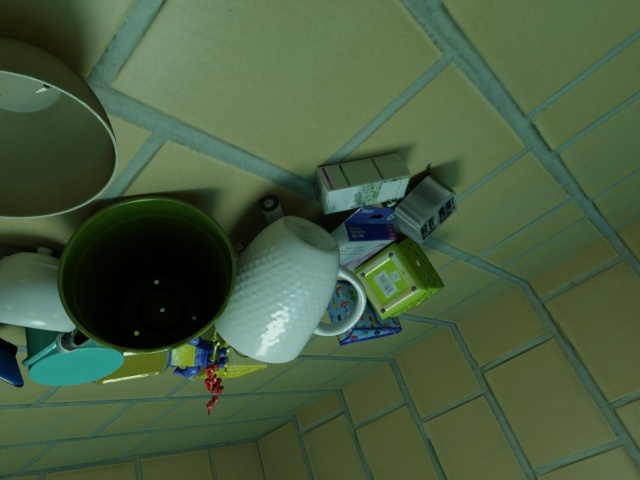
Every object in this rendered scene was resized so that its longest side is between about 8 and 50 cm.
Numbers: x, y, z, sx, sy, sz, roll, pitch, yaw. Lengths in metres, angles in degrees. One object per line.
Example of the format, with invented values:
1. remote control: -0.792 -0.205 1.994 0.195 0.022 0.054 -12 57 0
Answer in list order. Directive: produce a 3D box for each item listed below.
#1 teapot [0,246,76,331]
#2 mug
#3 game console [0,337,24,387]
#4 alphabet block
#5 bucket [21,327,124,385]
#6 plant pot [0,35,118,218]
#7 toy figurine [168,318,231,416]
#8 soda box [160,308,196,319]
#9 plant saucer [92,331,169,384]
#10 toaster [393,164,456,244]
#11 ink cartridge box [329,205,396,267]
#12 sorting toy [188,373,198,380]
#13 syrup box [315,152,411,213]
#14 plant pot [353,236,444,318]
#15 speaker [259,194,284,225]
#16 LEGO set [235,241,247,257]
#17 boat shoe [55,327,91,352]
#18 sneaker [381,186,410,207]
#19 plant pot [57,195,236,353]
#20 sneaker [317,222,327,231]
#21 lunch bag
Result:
1. teapot: -0.676 0.109 1.061 0.253 0.186 0.256 16 163 -20
2. mug: -0.057 0.132 1.205 0.375 0.276 0.327 25 111 -11
3. game console: -0.929 0.282 1.105 0.250 0.173 0.293 -25 131 7
4. alphabet block: -0.332 0.392 1.651 0.193 0.197 0.194 13 146 -44
5. bucket: -0.713 0.289 1.302 0.282 0.183 0.281 -16 148 -11
6. plant pot: -0.473 -0.194 0.687 0.285 0.190 0.284 -15 148 -10
7. toy figurine: -0.403 0.335 1.369 0.218 0.191 0.362 11 114 3
8. soda box: -0.464 0.202 1.408 0.287 0.091 0.098 -4 146 -26
9. plant saucer: -0.693 0.432 1.641 0.333 0.080 0.332 -1 144 -28
10. toaster: 0.317 -0.099 1.352 0.168 0.110 0.185 -44 151 -5
11. ink cartridge box: 0.106 0.020 1.418 0.330 0.071 0.324 -39 160 29
12. sorting toy: -0.571 0.587 1.998 0.083 0.044 0.075 -34 139 22
13. syrup box: 0.110 -0.154 1.196 0.237 0.096 0.093 -12 146 -14
14. plant pot: 0.264 0.137 1.565 0.227 0.228 0.207 -38 165 24
15. speaker: -0.126 -0.064 1.233 0.055 0.055 0.136 -20 149 -2
16. LEGO set: -0.163 0.074 1.389 0.087 0.093 0.227 -28 148 10
17. boat shoe: -0.599 0.216 1.194 0.070 0.219 0.077 -20 113 25
18. sneaker: 0.242 -0.122 1.383 0.098 0.038 0.069 -29 148 14
19. plant pot: -0.413 0.132 1.128 0.367 0.366 0.353 -9 159 -20
20. sneaker: 0.000 0.000 1.413 0.061 0.053 0.152 -17 150 -2
21. lunch bag: 0.189 0.284 1.805 0.294 0.220 0.138 1 143 -32
